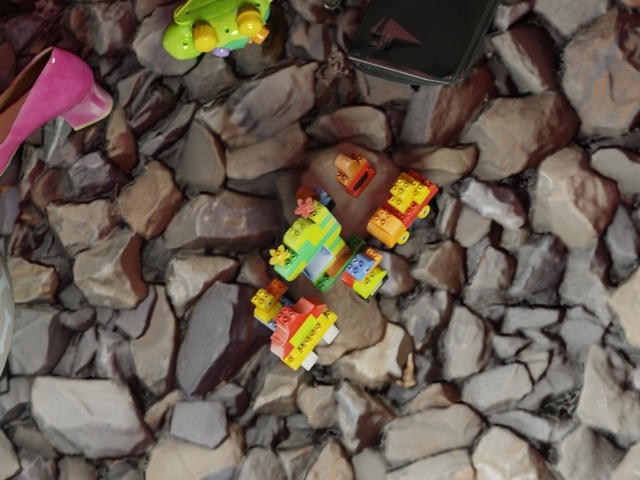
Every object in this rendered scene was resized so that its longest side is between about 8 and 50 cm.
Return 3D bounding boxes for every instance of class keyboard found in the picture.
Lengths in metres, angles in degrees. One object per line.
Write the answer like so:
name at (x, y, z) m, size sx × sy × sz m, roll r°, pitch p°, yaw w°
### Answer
keyboard at (0.107, -0.304, 1.546) m, size 0.201 × 0.033 × 0.317 m, roll 19°, pitch 74°, yaw 22°

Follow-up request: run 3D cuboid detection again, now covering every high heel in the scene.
high heel at (-0.340, -0.122, 1.592) m, size 0.244 × 0.117 × 0.082 m, roll -19°, pitch 61°, yaw 13°

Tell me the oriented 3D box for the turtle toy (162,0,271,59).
turtle toy at (-0.104, -0.224, 1.573) m, size 0.130 × 0.066 × 0.095 m, roll -18°, pitch 59°, yaw 15°

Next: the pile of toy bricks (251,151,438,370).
pile of toy bricks at (0.000, 0.000, 1.404) m, size 0.118 × 0.105 × 0.212 m, roll 34°, pitch 82°, yaw 31°

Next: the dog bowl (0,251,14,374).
dog bowl at (-0.463, 0.086, 1.555) m, size 0.349 × 0.102 × 0.349 m, roll -9°, pitch 63°, yaw 18°
